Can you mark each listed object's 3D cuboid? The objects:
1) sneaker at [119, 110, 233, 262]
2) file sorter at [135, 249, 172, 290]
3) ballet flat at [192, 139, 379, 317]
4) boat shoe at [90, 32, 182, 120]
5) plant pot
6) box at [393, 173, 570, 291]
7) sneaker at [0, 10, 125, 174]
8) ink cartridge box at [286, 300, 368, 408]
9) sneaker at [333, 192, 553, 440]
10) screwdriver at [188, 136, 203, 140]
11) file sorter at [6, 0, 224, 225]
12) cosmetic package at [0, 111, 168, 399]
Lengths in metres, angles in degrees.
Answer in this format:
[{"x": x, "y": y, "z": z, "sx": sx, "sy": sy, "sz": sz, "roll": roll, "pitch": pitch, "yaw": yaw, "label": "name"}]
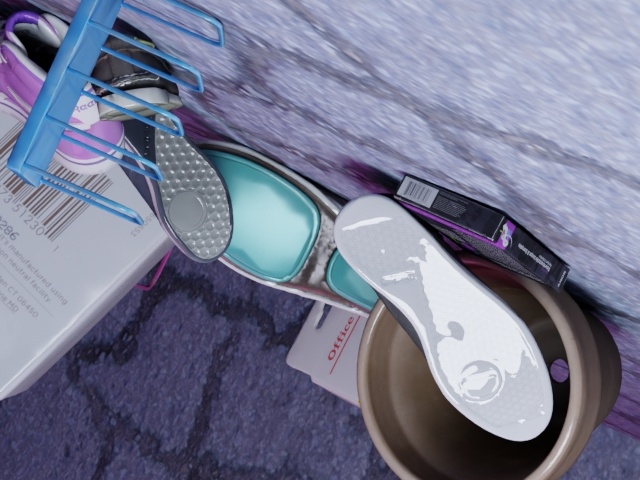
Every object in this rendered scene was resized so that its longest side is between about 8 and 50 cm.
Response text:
[{"x": -0.184, "y": -0.081, "z": 1.937, "sx": 0.226, "sy": 0.086, "sz": 0.163, "roll": 62, "pitch": 162, "yaw": -13, "label": "sneaker"}, {"x": -0.358, "y": -0.068, "z": 2.705, "sx": 0.290, "sy": 0.202, "sz": 0.182, "roll": 26, "pitch": 177, "yaw": 9, "label": "file sorter"}, {"x": 0.000, "y": 0.000, "z": 2.048, "sx": 0.400, "sy": 0.139, "sz": 0.139, "roll": 26, "pitch": 175, "yaw": -3, "label": "ballet flat"}, {"x": -0.175, "y": -0.151, "z": 1.637, "sx": 0.081, "sy": 0.069, "sz": 0.228, "roll": -13, "pitch": -178, "yaw": -4, "label": "boat shoe"}, {"x": 0.203, "y": 0.143, "z": 1.862, "sx": 0.263, "sy": 0.263, "sz": 0.229, "roll": 24, "pitch": -169, "yaw": 31, "label": "plant pot"}, {"x": 0.152, "y": -0.006, "z": 1.635, "sx": 0.116, "sy": 0.029, "sz": 0.162, "roll": 25, "pitch": 174, "yaw": 34, "label": "box"}, {"x": -0.309, "y": -0.200, "z": 1.797, "sx": 0.282, "sy": 0.102, "sz": 0.161, "roll": 34, "pitch": 155, "yaw": 28, "label": "sneaker"}, {"x": 0.124, "y": 0.139, "z": 2.266, "sx": 0.119, "sy": 0.207, "sz": 0.353, "roll": 31, "pitch": 174, "yaw": -34, "label": "ink cartridge box"}, {"x": 0.125, "y": 0.061, "z": 1.729, "sx": 0.296, "sy": 0.104, "sz": 0.147, "roll": 50, "pitch": -171, "yaw": -8, "label": "sneaker"}, {"x": -0.159, "y": -0.126, "z": 2.120, "sx": 0.170, "sy": 0.024, "sz": 0.025, "roll": 13, "pitch": 138, "yaw": 45, "label": "screwdriver"}, {"x": -0.154, "y": -0.107, "z": 1.355, "sx": 0.104, "sy": 0.170, "sz": 0.118, "roll": 24, "pitch": 175, "yaw": 0, "label": "file sorter"}, {"x": -0.410, "y": -0.015, "z": 2.351, "sx": 0.329, "sy": 0.327, "sz": 0.393, "roll": 45, "pitch": 175, "yaw": -1, "label": "cosmetic package"}]
